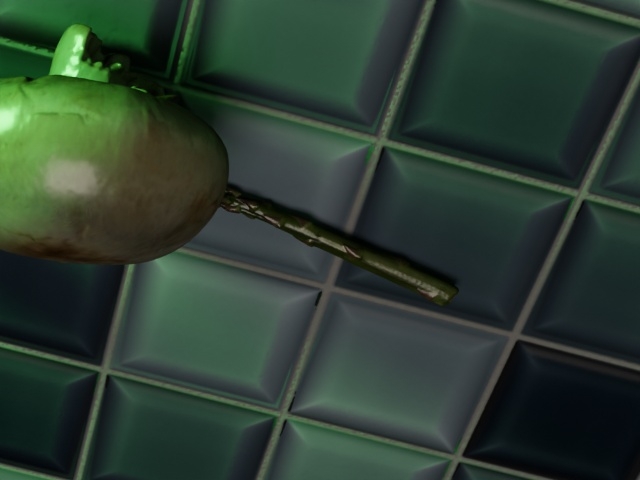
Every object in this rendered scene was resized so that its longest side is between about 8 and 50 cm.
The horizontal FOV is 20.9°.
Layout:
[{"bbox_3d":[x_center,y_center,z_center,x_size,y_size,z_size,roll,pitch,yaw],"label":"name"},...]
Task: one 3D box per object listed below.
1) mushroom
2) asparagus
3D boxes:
[{"bbox_3d":[-0.179,-0.070,1.282,0.226,0.226,0.178,8,92,1],"label":"mushroom"},{"bbox_3d":[0.000,0.000,1.424,0.248,0.025,0.024,23,173,-12],"label":"asparagus"}]
